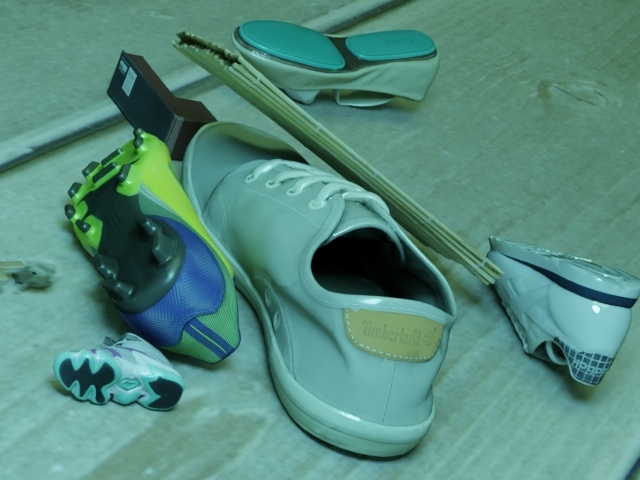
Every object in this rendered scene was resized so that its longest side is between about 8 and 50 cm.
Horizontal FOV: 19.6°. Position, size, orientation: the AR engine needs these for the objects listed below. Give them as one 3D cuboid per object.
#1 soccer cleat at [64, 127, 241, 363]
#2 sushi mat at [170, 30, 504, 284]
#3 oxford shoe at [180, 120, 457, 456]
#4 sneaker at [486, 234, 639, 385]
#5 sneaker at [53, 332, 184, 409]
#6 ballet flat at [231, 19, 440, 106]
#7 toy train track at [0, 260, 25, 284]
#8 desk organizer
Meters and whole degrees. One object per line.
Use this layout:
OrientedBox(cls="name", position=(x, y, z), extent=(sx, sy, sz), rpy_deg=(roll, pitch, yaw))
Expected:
OrientedBox(cls="soccer cleat", position=(-0.127, 0.006, 1.455), extent=(0.121, 0.093, 0.289), rpy_deg=(45, 9, -27))
OrientedBox(cls="sushi mat", position=(0.013, -0.071, 1.569), extent=(0.316, 0.019, 0.151), rpy_deg=(38, -2, -25))
OrientedBox(cls="oxford shoe", position=(0.000, 0.000, 1.493), extent=(0.169, 0.130, 0.449), rpy_deg=(9, 26, -22))
OrientedBox(cls="sneaker", position=(0.194, 0.054, 1.603), extent=(0.090, 0.095, 0.235), rpy_deg=(10, 7, -15))
OrientedBox(cls="sneaker", position=(-0.148, 0.085, 1.305), extent=(0.098, 0.038, 0.069), rpy_deg=(19, 21, -30))
OrientedBox(cls="ballet flat", position=(0.013, -0.176, 1.927), extent=(0.248, 0.086, 0.086), rpy_deg=(0, 31, -29))
OrientedBox(cls="toy train track", position=(-0.252, 0.016, 1.388), extent=(0.048, 0.014, 0.083), rpy_deg=(-2, 27, -29))
OrientedBox(cls="desk organizer", position=(-0.147, -0.124, 1.724), extent=(0.050, 0.047, 0.130), rpy_deg=(7, 28, -35))
